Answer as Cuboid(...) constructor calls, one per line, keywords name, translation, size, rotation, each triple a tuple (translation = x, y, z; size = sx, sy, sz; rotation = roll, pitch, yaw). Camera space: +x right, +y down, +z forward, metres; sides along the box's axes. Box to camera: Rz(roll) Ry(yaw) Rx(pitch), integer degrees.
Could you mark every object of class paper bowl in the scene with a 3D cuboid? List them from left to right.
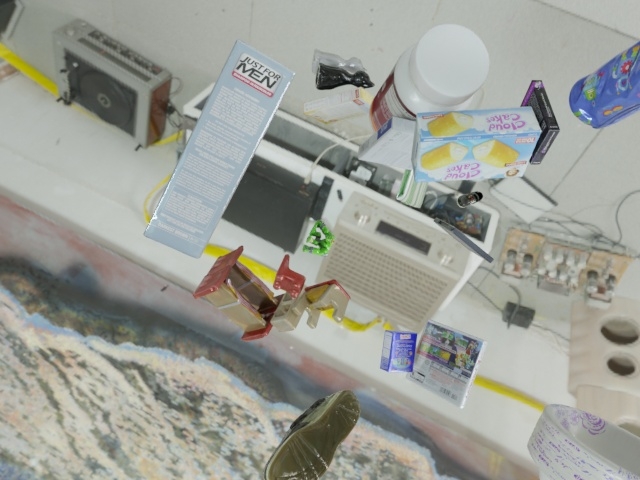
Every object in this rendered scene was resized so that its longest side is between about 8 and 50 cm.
Cuboid(name="paper bowl", translation=(0.535, 0.447, 0.909), size=(0.284, 0.284, 0.148), rotation=(23, 100, 10))

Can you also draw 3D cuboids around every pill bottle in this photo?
Cuboid(name="pill bottle", translation=(0.287, -0.409, 1.346), size=(0.224, 0.224, 0.392), rotation=(34, 169, -4))

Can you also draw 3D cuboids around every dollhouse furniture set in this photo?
Cuboid(name="dollhouse furniture set", translation=(-0.116, 0.111, 1.193), size=(0.374, 0.152, 0.201), rotation=(-21, 120, 41))

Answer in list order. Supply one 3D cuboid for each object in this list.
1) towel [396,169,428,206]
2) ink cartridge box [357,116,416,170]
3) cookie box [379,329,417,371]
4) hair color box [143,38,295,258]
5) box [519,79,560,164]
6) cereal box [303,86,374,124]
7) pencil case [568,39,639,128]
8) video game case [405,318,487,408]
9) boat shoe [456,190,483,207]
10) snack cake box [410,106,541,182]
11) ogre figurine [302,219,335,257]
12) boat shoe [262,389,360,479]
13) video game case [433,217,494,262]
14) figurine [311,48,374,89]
Cuboid(name="towel", translation=(0.367, -0.251, 1.819), size=(0.038, 0.325, 0.248), rotation=(18, 97, 21))
Cuboid(name="ink cartridge box", translation=(0.250, -0.263, 1.363), size=(0.224, 0.045, 0.223), rotation=(10, 165, -18))
Cuboid(name="cookie box", translation=(0.213, 0.300, 1.315), size=(0.091, 0.107, 0.040), rotation=(10, 177, -32))
Cuboid(name="hair color box", translation=(-0.191, -0.174, 0.908), size=(0.113, 0.185, 0.374), rotation=(26, 104, -18))
Cuboid(name="box", translation=(0.505, -0.276, 1.133), size=(0.029, 0.162, 0.116), rotation=(0, 149, 0))
Cuboid(name="cereal box", translation=(0.082, -0.489, 1.779), size=(0.240, 0.173, 0.047), rotation=(-6, 83, 30))
Cuboid(name="pencil case", translation=(0.609, -0.305, 0.921), size=(0.119, 0.133, 0.306), rotation=(17, 176, -4))
Cuboid(name="video game case", translation=(0.335, 0.326, 1.307), size=(0.023, 0.183, 0.201), rotation=(25, 174, -33))
Cuboid(name="boat shoe", translation=(0.572, -0.160, 1.854), size=(0.042, 0.133, 0.049), rotation=(-29, 81, 53))
Cuboid(name="snack cake box", translation=(0.354, -0.223, 1.140), size=(0.264, 0.089, 0.152), rotation=(-3, 144, 3))
Cuboid(name="ogre figurine", translation=(0.000, 0.000, 2.198), size=(0.118, 0.197, 0.097), rotation=(32, 119, -7))
Cuboid(name="boat shoe", translation=(-0.018, 0.326, 0.790), size=(0.073, 0.223, 0.080), rotation=(-27, 93, 42))
Cuboid(name="video game case", translation=(0.556, -0.006, 1.906), size=(0.196, 0.274, 0.026), rotation=(38, 97, -7))
Cuboid(name="figurine", translation=(0.082, -0.625, 1.789), size=(0.209, 0.215, 0.092), rotation=(3, 131, -11))
